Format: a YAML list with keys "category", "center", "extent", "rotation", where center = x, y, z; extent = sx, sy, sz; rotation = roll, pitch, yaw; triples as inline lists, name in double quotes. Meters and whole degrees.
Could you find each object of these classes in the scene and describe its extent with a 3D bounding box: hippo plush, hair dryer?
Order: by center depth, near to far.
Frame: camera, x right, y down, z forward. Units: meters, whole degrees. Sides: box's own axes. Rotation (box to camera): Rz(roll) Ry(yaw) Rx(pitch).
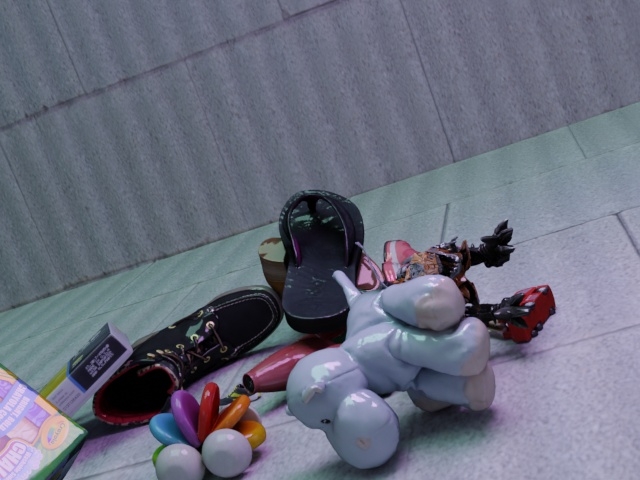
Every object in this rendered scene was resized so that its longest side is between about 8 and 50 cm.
- category: "hippo plush"
  center: [0.073, 0.166, 1.314]
  extent: [0.236, 0.294, 0.234]
  rotation: [-37, -10, -29]
- category: "hair dryer"
  center: [0.005, 0.188, 1.654]
  extent: [0.294, 0.080, 0.223]
  rotation: [-23, -13, 1]

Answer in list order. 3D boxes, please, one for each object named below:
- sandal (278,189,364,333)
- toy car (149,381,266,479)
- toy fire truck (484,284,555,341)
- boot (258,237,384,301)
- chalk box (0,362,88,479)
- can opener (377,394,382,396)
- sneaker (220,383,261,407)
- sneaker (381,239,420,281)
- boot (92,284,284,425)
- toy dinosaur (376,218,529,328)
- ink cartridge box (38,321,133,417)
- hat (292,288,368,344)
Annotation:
- category: "sandal"
  center: [0.002, 0.000, 1.822]
  extent: [0.168, 0.107, 0.445]
  rotation: [-8, 32, 2]
- category: "toy car"
  center: [-0.181, 0.288, 1.490]
  extent: [0.182, 0.136, 0.159]
  rotation: [-19, 11, 8]
- category: "toy fire truck"
  center: [0.296, 0.135, 1.605]
  extent: [0.135, 0.047, 0.192]
  rotation: [-12, 14, 36]
- category: "boot"
  center: [0.015, 0.106, 1.976]
  extent: [0.284, 0.220, 0.109]
  rotation: [9, 56, 23]
- category: "chalk box"
  center: [-0.481, 0.334, 1.451]
  extent: [0.179, 0.289, 0.180]
  rotation: [-48, -6, -48]
- category: "can opener"
  center: [0.032, 0.231, 1.588]
  extent: [0.186, 0.059, 0.073]
  rotation: [-15, 13, 26]
- category: "sneaker"
  center: [-0.150, 0.277, 1.759]
  extent: [0.083, 0.035, 0.031]
  rotation: [-19, 10, 9]
- category: "sneaker"
  center: [0.197, 0.076, 2.010]
  extent: [0.136, 0.115, 0.314]
  rotation: [0, 13, 5]
- category: "boot"
  center: [-0.263, 0.228, 1.935]
  extent: [0.377, 0.138, 0.284]
  rotation: [-22, 9, 14]
- category: "toy dinosaur"
  center: [0.193, 0.062, 1.509]
  extent: [0.218, 0.164, 0.322]
  rotation: [-8, 6, -1]
- category: "ink cartridge box"
  center: [-0.495, 0.289, 1.887]
  extent: [0.303, 0.072, 0.307]
  rotation: [-48, 12, -9]
- category: "hat"
  center: [0.036, 0.196, 1.823]
  extent: [0.209, 0.183, 0.173]
  rotation: [10, -22, 15]
